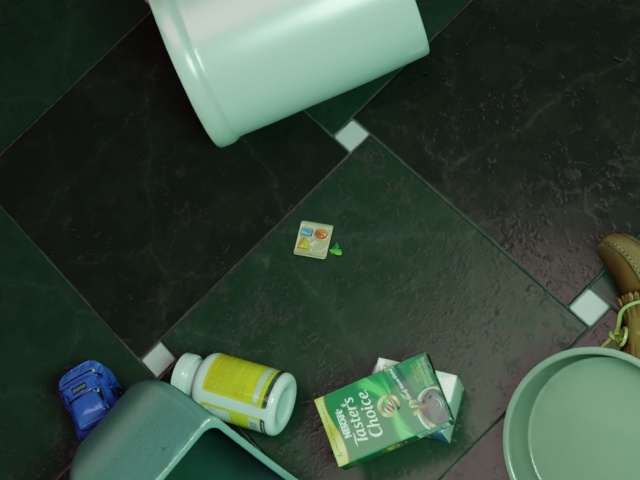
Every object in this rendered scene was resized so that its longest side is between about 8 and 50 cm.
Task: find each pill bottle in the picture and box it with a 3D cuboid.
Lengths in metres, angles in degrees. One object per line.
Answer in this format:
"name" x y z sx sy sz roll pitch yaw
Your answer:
"pill bottle" -0.138 0.236 1.929 0.184 0.103 0.103 15 75 19

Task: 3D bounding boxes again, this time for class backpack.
"backpack" -0.368 0.255 1.985 0.098 0.101 0.120 -27 63 -3

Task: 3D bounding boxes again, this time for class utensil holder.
"utensil holder" -0.052 -0.374 2.008 0.385 0.327 0.327 -22 67 5

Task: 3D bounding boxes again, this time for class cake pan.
"cake pan" 0.401 0.294 1.734 0.293 0.054 0.293 2 93 35

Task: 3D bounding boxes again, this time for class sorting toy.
"sorting toy" 0.000 0.000 2.027 0.083 0.012 0.062 10 73 18

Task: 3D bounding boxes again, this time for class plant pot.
"plant pot" -0.231 0.354 1.838 0.247 0.248 0.252 -50 40 -6

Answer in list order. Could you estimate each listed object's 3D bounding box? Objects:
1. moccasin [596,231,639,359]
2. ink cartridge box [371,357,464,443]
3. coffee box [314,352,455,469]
"moccasin" 0.487 0.166 1.785 0.147 0.139 0.380 -19 76 -2
"ink cartridge box" 0.135 0.242 1.863 0.143 0.090 0.092 11 74 17
"coffee box" 0.094 0.252 1.798 0.184 0.040 0.113 -23 69 8
